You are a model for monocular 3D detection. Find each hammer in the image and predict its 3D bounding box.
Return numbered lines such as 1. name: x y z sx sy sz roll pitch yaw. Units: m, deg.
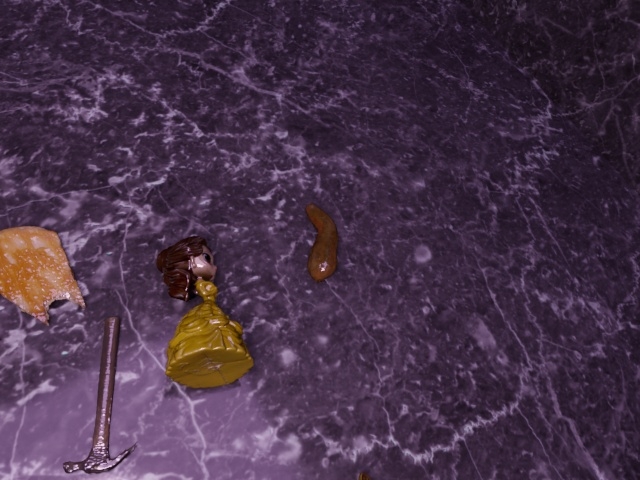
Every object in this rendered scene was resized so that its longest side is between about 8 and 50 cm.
1. hammer: -0.418 0.291 0.980 0.125 0.027 0.296 1 60 -17

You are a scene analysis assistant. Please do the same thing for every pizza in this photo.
1. pizza: -0.593 0.068 1.046 0.262 0.034 0.181 38 57 6

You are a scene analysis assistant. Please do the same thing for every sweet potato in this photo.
1. sweet potato: 0.006 -0.001 1.275 0.081 0.062 0.232 6 56 -14

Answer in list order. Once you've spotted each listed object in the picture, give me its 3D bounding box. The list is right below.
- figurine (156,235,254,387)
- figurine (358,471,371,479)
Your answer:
1. figurine: -0.250 0.126 1.060 0.187 0.168 0.315 36 30 -50
2. figurine: 0.107 0.581 0.936 0.144 0.143 0.271 -7 43 -22
